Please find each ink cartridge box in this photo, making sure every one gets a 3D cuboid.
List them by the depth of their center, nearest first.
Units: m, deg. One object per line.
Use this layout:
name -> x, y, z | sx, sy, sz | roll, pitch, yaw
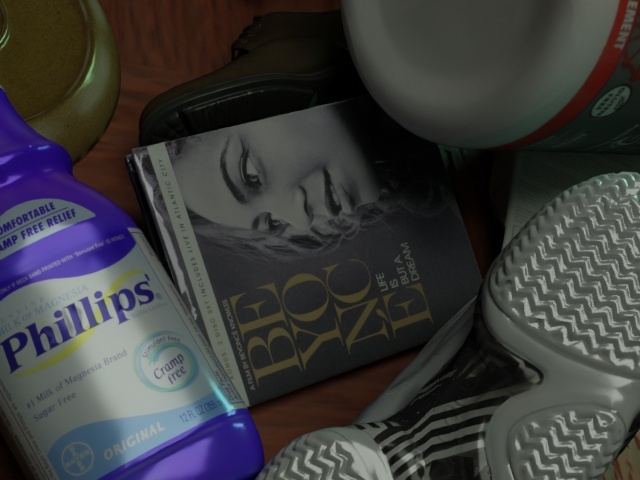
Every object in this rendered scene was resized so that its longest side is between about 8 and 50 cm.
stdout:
ink cartridge box -> 0.186, 0.001, 1.054 | 0.145, 0.045, 0.179 | 22, 58, -13

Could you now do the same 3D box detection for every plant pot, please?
plant pot -> -0.235, -0.134, 0.935 | 0.236, 0.032, 0.236 | 14, 53, -19

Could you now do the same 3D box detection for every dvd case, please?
dvd case -> 0.000, 0.000, 0.931 | 0.221, 0.018, 0.164 | -17, 87, -34

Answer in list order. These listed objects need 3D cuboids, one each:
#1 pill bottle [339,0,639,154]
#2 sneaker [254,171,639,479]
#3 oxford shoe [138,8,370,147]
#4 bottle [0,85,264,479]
pill bottle -> 0.206, -0.161, 0.992 | 0.363, 0.210, 0.210 | -2, 58, -44
sneaker -> 0.077, 0.130, 0.841 | 0.137, 0.210, 0.366 | 43, 84, 12
oxford shoe -> -0.036, -0.101, 0.994 | 0.227, 0.082, 0.096 | -20, 52, -38
bottle -> -0.143, 0.032, 0.809 | 0.118, 0.092, 0.283 | -26, 75, -20
